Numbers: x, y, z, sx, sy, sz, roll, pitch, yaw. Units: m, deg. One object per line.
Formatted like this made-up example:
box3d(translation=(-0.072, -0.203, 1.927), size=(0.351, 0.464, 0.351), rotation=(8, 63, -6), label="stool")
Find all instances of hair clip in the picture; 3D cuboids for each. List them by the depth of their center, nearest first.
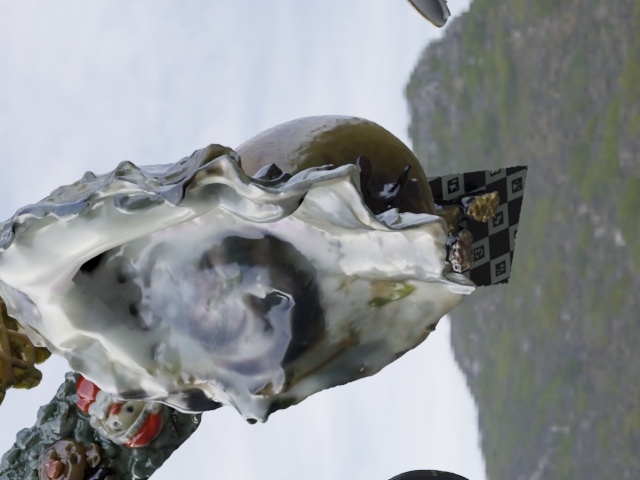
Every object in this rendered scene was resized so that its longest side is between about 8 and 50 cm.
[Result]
box3d(translation=(-0.247, 0.235, 1.242), size=(0.321, 0.138, 0.091), rotation=(-53, -2, 6), label="hair clip")

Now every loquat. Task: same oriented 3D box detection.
box3d(translation=(-0.001, 0.005, 1.051), size=(0.213, 0.213, 0.213), rotation=(0, -90, -72), label="loquat")

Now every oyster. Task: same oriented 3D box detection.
box3d(translation=(-0.082, 0.019, 0.898), size=(0.115, 0.351, 0.238), rotation=(-73, -31, -42), label="oyster")

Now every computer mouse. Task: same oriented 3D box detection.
box3d(translation=(0.073, -0.301, 1.336), size=(0.199, 0.045, 0.102), rotation=(57, -167, -26), label="computer mouse")

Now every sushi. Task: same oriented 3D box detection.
box3d(translation=(0.210, -0.008, 1.960), size=(0.279, 0.043, 0.193), rotation=(-5, -71, -37), label="sushi")

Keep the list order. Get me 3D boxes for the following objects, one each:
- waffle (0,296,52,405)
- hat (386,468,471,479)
box3d(translation=(-0.376, 0.057, 1.343), size=(0.254, 0.052, 0.245), rotation=(52, -159, -4), label="waffle")
box3d(translation=(0.064, 0.206, 0.835), size=(0.050, 0.121, 0.121), rotation=(84, -168, -68), label="hat")
